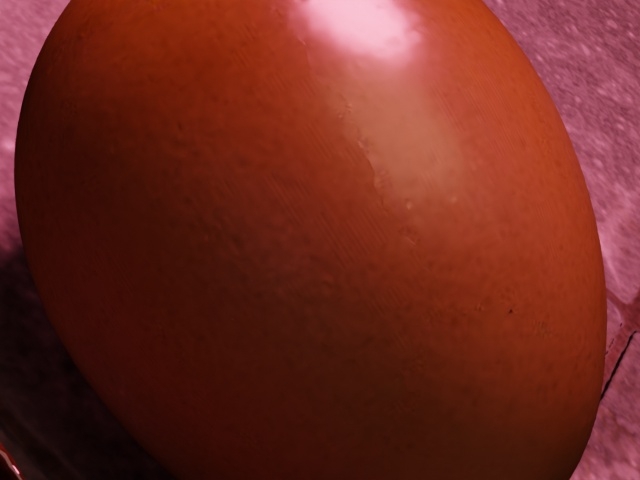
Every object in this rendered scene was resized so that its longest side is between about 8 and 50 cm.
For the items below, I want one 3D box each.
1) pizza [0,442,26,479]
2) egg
[{"bbox_3d":[-0.171,0.163,0.517,0.251,0.074,0.287,36,43,-16],"label":"pizza"},{"bbox_3d":[0.000,0.000,0.708,0.250,0.250,0.322,-21,76,-53],"label":"egg"}]
